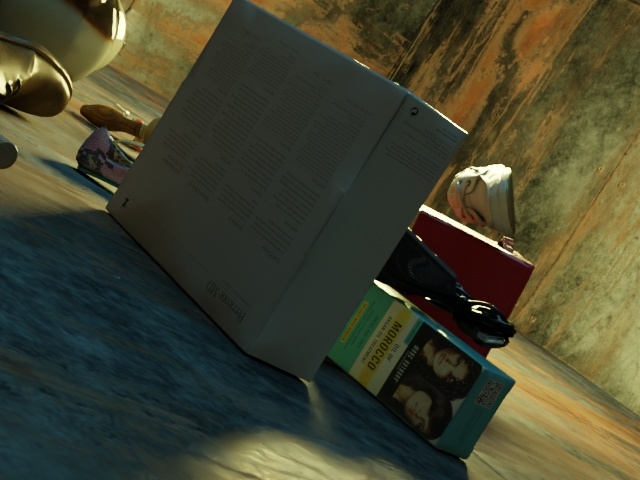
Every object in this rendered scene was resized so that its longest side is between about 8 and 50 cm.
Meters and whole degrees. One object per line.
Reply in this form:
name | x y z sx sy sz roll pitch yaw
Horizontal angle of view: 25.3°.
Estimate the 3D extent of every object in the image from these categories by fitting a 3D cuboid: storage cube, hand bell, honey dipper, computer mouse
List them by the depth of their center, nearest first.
honey dipper | -0.358 -0.112 1.479 0.030 0.030 0.160 29 2 -40
computer mouse | 0.080 0.024 1.556 0.272 0.072 0.188 42 -1 -23
storage cube | 0.188 0.066 2.184 0.193 0.215 0.183 26 5 -4
hand bell | -0.296 -0.177 2.307 0.242 0.126 0.126 20 -3 31

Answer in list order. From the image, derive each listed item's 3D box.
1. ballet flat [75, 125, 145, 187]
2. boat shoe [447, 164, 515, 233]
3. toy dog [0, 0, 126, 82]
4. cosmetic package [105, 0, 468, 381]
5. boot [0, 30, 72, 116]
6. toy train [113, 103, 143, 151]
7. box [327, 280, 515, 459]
ballet flat | -0.197 -0.069 1.781 0.221 0.079 0.077 32 4 -9
boat shoe | 0.239 -0.061 2.141 0.096 0.098 0.277 -2 6 2
toy dog | -0.474 -0.407 2.258 0.408 0.284 0.395 37 6 26
cosmetic package | -0.052 -0.068 1.464 0.097 0.284 0.377 31 5 -37
boot | -0.420 -0.207 1.823 0.305 0.112 0.115 33 32 -58
toy train | -0.290 -0.169 2.446 0.125 0.046 0.166 35 2 41
box | 0.089 0.125 1.538 0.060 0.100 0.244 26 7 -46
